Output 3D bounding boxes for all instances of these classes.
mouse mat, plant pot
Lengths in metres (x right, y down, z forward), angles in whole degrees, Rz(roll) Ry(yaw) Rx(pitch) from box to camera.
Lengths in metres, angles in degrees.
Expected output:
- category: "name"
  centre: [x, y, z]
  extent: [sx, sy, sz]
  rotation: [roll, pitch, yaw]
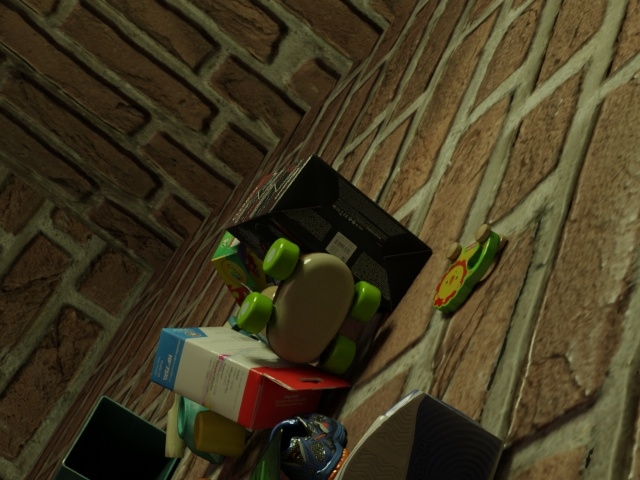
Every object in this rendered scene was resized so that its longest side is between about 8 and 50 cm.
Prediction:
- category: "mouse mat"
  centre: [-0.068, 0.317, 1.487]
  extent: [0.152, 0.007, 0.190]
  rotation: [118, 159, -51]
- category: "plant pot"
  centre: [-0.380, 0.423, 2.311]
  extent: [0.234, 0.165, 0.165]
  rotation: [-52, 8, 41]

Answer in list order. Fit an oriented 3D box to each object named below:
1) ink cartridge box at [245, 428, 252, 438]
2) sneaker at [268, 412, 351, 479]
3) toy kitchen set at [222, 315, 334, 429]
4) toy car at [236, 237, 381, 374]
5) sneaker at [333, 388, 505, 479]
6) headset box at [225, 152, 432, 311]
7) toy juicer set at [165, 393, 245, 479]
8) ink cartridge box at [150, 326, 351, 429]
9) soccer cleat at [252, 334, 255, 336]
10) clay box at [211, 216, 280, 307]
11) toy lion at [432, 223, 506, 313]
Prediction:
- category: "ink cartridge box"
  centre: [-0.127, 0.241, 2.085]
  extent: [0.104, 0.061, 0.181]
  rotation: [-42, 15, 40]
- category: "sneaker"
  centre: [-0.019, 0.237, 1.578]
  extent: [0.083, 0.087, 0.221]
  rotation: [-52, 11, -3]
- category: "toy kitchen set"
  centre: [-0.041, 0.183, 1.924]
  extent: [0.122, 0.166, 0.207]
  rotation: [-52, 47, 5]
- category: "toy car"
  centre: [-0.036, 0.083, 1.788]
  extent: [0.149, 0.155, 0.188]
  rotation: [-64, 18, -5]
- category: "sneaker"
  centre: [0.016, 0.271, 1.214]
  extent: [0.315, 0.127, 0.182]
  rotation: [-56, 13, -9]
- category: "headset box"
  centre: [0.000, 0.000, 1.916]
  extent: [0.110, 0.218, 0.293]
  rotation: [-54, 10, -14]
- category: "toy juicer set"
  centre: [-0.163, 0.288, 1.937]
  extent: [0.329, 0.089, 0.209]
  rotation: [-130, 47, -69]
- category: "ink cartridge box"
  centre: [-0.091, 0.184, 1.747]
  extent: [0.134, 0.231, 0.078]
  rotation: [4, -76, -53]
- category: "soccer cleat"
  centre: [-0.097, 0.166, 2.226]
  extent: [0.196, 0.068, 0.076]
  rotation: [-54, -9, 2]
- category: "clay box"
  centre: [-0.080, 0.077, 2.084]
  extent: [0.053, 0.222, 0.127]
  rotation: [-19, 27, 26]
- category: "toy lion"
  centre: [0.170, 0.039, 1.587]
  extent: [0.100, 0.034, 0.096]
  rotation: [-37, 25, 53]
